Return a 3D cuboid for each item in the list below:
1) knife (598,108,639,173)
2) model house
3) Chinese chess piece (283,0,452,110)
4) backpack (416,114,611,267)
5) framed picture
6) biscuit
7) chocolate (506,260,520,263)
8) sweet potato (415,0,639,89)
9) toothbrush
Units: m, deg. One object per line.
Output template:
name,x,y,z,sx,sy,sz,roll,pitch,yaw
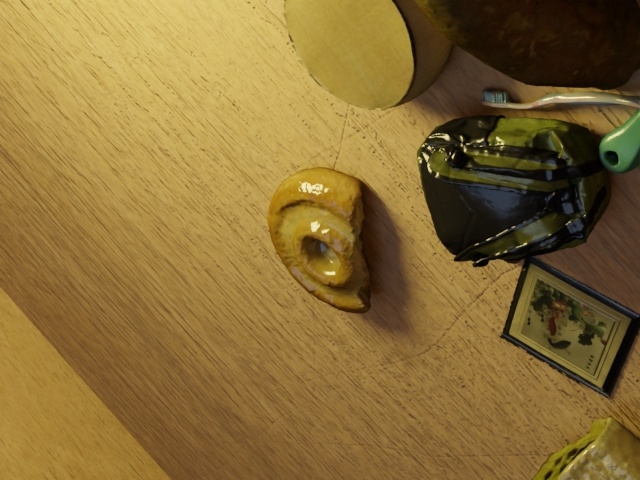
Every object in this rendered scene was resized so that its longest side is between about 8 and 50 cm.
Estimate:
knife,0.408,-0.180,1.217,0.063,0.035,0.260,49,140,21
model house,0.458,0.385,1.586,0.193,0.175,0.234,43,134,10
Chinese chess piece,0.062,-0.300,1.407,0.250,0.103,0.249,29,141,26
backpack,0.257,-0.070,1.379,0.253,0.140,0.207,-2,119,36
framed picture,0.375,0.134,1.552,0.199,0.010,0.195,31,141,24
biscuit,-0.001,0.001,1.765,0.213,0.091,0.274,15,135,36
chocolate,0.277,-0.004,1.513,0.064,0.031,0.100,43,146,17
sweet potato,0.219,-0.261,1.149,0.158,0.370,0.157,-17,69,54
toothbrush,0.308,-0.178,1.305,0.269,0.021,0.027,11,129,49
